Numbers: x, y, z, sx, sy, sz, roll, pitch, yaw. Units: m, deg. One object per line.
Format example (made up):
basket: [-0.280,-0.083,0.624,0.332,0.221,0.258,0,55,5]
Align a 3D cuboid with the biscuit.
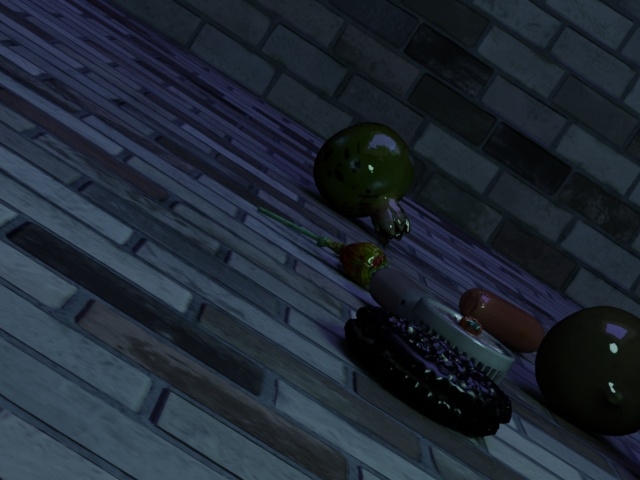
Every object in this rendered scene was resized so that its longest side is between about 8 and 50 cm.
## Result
biscuit: [0.108,0.131,1.447,0.195,0.053,0.194,34,7,-5]

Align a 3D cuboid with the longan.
longan: [0.371,0.170,1.892,0.189,0.189,0.189,33,7,-5]

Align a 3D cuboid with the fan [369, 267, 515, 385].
fan: [0.132,0.096,1.685,0.130,0.074,0.244,27,9,-36]

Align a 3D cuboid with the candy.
candy: [0.000,0.000,1.889,0.201,0.060,0.060,27,5,20]

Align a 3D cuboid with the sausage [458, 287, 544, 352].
sausage: [0.277,0.123,2.168,0.154,0.062,0.062,29,9,-31]

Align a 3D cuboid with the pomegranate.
pomegranate: [0.090,-0.102,2.474,0.210,0.179,0.179,53,6,-6]
